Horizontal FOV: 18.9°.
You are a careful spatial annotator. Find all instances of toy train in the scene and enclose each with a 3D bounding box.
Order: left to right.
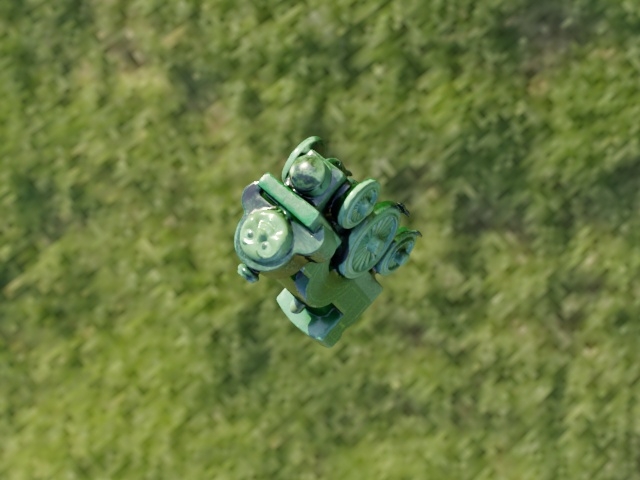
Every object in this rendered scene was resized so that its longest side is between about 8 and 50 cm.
[{"bbox_3d":[0.000,0.000,1.257,0.071,0.104,0.178,40,177,23],"label":"toy train"}]
